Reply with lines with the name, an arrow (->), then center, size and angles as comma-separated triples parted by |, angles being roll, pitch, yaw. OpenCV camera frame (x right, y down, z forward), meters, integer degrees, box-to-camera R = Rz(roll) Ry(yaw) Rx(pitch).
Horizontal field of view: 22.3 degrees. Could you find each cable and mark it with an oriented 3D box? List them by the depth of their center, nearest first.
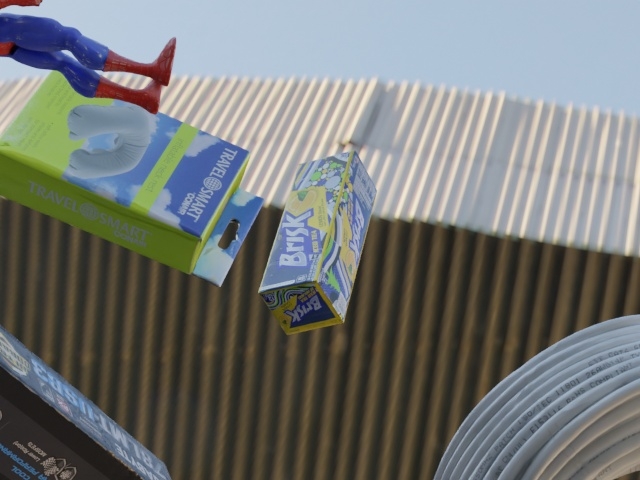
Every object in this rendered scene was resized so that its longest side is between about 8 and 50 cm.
cable -> 0.194, 0.168, 1.045 | 0.257, 0.089, 0.257 | -48, -53, 9

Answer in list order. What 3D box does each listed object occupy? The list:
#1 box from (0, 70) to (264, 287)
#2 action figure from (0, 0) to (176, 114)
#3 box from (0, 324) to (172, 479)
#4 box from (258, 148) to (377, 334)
box -> -0.132, -0.046, 1.141 | 0.178, 0.109, 0.042 | 23, -47, 2
action figure -> -0.113, -0.076, 0.598 | 0.115, 0.030, 0.038 | 12, -23, -13
box -> -0.307, 0.220, 1.305 | 0.293, 0.073, 0.295 | -36, -45, 4
box -> 0.000, 0.000, 1.390 | 0.059, 0.169, 0.054 | -13, -53, 26
